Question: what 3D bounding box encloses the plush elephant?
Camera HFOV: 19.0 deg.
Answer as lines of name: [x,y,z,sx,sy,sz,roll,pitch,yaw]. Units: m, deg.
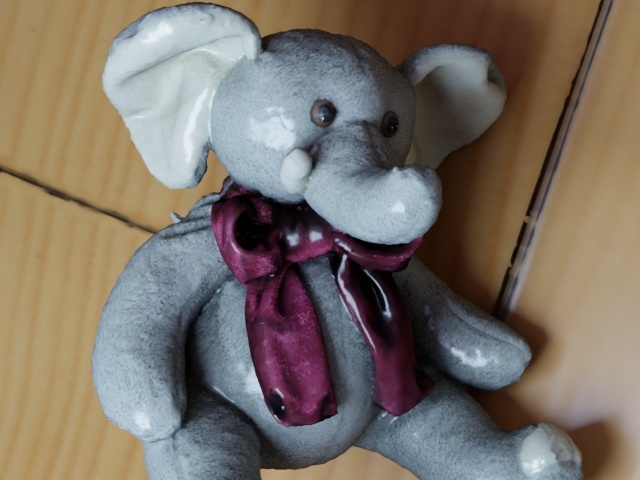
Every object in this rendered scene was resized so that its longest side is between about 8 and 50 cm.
plush elephant: [0.000,0.000,1.084,0.330,0.272,0.255,54,140,47]
